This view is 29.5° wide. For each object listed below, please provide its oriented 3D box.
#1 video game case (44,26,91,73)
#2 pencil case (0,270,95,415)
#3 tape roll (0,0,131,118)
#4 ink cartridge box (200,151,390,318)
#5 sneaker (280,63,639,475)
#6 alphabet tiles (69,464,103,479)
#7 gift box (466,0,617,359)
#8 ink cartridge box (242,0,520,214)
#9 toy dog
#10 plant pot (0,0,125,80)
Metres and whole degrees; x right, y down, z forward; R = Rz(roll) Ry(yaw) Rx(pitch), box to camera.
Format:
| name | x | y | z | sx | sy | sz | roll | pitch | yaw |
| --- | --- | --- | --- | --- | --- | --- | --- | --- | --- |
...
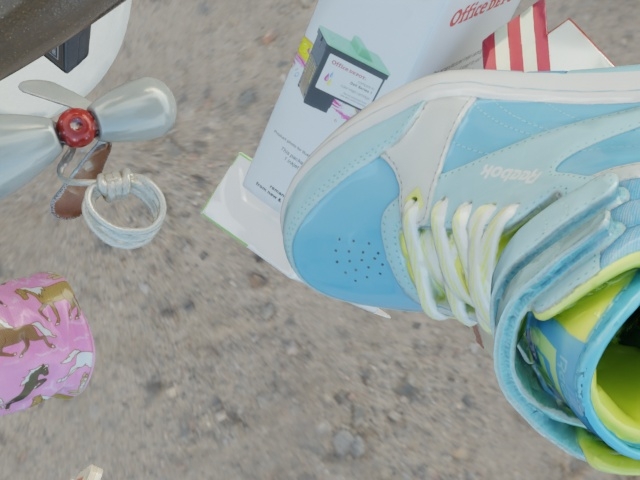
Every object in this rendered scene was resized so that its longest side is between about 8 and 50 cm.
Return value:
| name | x | y | z | sx | sy | sz | roll | pitch | yaw |
| --- | --- | --- | --- | --- | --- | --- | --- | --- | --- |
| video game case | -0.269 | -0.279 | 0.903 | 0.248 | 0.275 | 0.035 | 38 | 63 | 6 |
| pencil case | -0.436 | 0.153 | 1.345 | 0.386 | 0.167 | 0.160 | -19 | 90 | -40 |
| tape roll | -0.401 | -0.351 | 1.580 | 0.392 | 0.072 | 0.391 | -14 | 107 | -54 |
| ink cartridge box | 0.000 | 0.000 | 1.915 | 0.207 | 0.353 | 0.119 | 34 | 94 | 31 |
| sneaker | 0.083 | 0.012 | 0.540 | 0.208 | 0.319 | 0.127 | -52 | 124 | -48 |
| alphabet tiles | -0.374 | 0.440 | 1.628 | 0.021 | 0.278 | 0.284 | 32 | 51 | -17 |
| gift box | 0.214 | -0.037 | 1.087 | 0.276 | 0.258 | 0.255 | -41 | 69 | -3 |
| ink cartridge box | 0.065 | -0.158 | 1.147 | 0.117 | 0.201 | 0.278 | 36 | 124 | 15 |
| toy dog | -0.339 | -0.091 | 1.383 | 0.334 | 0.161 | 0.220 | 3 | 77 | -16 |
| plant pot | -0.177 | -0.188 | 0.660 | 0.215 | 0.215 | 0.230 | 41 | 89 | -11 |
